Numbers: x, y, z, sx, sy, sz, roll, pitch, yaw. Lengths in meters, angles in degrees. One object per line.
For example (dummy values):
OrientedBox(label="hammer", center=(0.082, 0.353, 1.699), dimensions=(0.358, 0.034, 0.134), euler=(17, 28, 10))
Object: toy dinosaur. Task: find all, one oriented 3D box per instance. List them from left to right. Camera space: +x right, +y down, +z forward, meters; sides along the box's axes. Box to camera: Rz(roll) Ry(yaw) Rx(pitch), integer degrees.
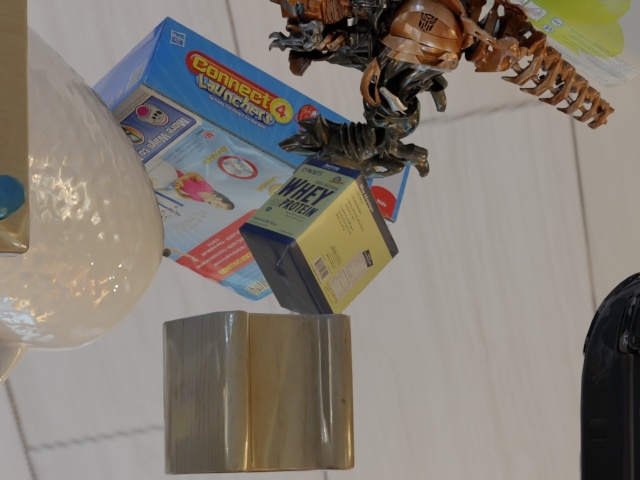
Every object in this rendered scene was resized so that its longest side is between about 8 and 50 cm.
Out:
OrientedBox(label="toy dinosaur", center=(0.059, -0.153, 1.249), dimensions=(0.322, 0.164, 0.218), euler=(40, 146, 9))

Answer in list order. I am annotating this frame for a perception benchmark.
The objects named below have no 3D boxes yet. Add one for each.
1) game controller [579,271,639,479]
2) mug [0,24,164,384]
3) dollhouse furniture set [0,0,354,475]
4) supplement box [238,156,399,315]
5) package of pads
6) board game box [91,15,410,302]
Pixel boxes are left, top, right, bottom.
OrientedBox(label="game controller", center=(0.174, 0.162, 0.617), dimensions=(0.166, 0.067, 0.319), euler=(-4, 81, 34))
OrientedBox(label="mug", center=(-0.332, -0.011, 1.518), dimensions=(0.276, 0.374, 0.328), euler=(-3, 144, 44))
OrientedBox(label="dollhouse furniture set", center=(-0.149, 0.001, 0.453), dimensions=(0.286, 0.198, 0.303), euler=(0, 83, -29))
OrientedBox(label="supplement box", center=(0.000, 0.000, 1.199), dimensions=(0.083, 0.056, 0.083), euler=(-46, 130, -24))
OrientedBox(label="package of pads", center=(0.299, -0.337, 1.740), dimensions=(0.229, 0.101, 0.296), euler=(31, 74, -13))
OrientedBox(label="board game box", center=(-0.112, -0.073, 1.745), dimensions=(0.302, 0.086, 0.308), euler=(28, 150, -21))
